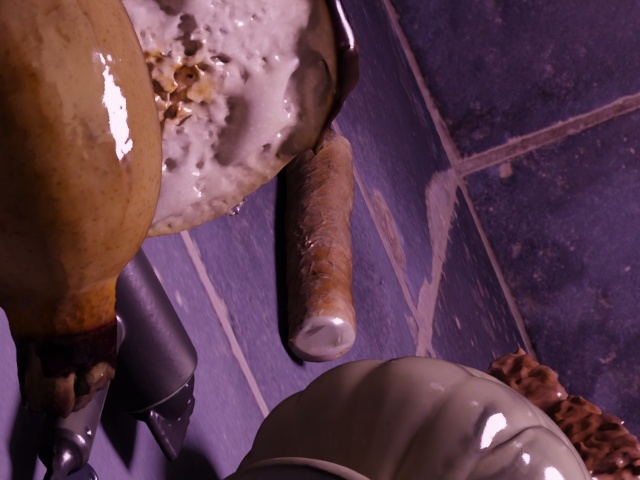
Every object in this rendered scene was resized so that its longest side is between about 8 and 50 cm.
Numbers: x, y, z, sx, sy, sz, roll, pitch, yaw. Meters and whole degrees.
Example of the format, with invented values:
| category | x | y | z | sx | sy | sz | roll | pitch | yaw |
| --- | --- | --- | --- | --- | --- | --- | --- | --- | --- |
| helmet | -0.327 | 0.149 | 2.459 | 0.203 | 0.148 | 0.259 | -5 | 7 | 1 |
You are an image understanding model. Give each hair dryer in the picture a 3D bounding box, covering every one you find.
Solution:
| category | x | y | z | sx | sy | sz | roll | pitch | yaw |
| --- | --- | --- | --- | --- | --- | --- | --- | --- | --- |
| hair dryer | -0.145 | 0.109 | 1.278 | 0.248 | 0.078 | 0.195 | -78 | 146 | -56 |

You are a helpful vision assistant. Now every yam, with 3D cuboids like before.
| category | x | y | z | sx | sy | sz | roll | pitch | yaw |
| --- | --- | --- | --- | --- | --- | --- | --- | --- | --- |
| yam | 0.000 | 0.000 | 2.017 | 0.356 | 0.081 | 0.081 | -92 | 158 | -53 |

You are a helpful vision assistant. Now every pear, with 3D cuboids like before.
| category | x | y | z | sx | sy | sz | roll | pitch | yaw |
| --- | --- | --- | --- | --- | --- | --- | --- | --- | --- |
| pear | -0.126 | -0.148 | 1.424 | 0.178 | 0.267 | 0.267 | 51 | -4 | 46 |

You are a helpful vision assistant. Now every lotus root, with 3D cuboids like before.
| category | x | y | z | sx | sy | sz | roll | pitch | yaw |
| --- | --- | --- | --- | --- | --- | --- | --- | --- | --- |
| lotus root | -0.178 | -0.048 | 1.119 | 0.183 | 0.183 | 0.310 | -45 | 117 | -76 |

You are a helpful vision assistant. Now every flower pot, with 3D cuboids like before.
| category | x | y | z | sx | sy | sz | roll | pitch | yaw |
| --- | --- | --- | --- | --- | --- | --- | --- | --- | --- |
| flower pot | 0.039 | 0.243 | 1.394 | 0.244 | 0.307 | 0.307 | -10 | 80 | -61 |

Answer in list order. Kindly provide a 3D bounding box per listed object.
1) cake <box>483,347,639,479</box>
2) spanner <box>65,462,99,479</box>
| category | x | y | z | sx | sy | sz | roll | pitch | yaw |
| --- | --- | --- | --- | --- | --- | --- | --- | --- | --- |
| cake | 0.181 | 0.301 | 1.720 | 0.290 | 0.256 | 0.282 | 61 | -10 | -24 |
| spanner | -0.173 | 0.160 | 1.191 | 0.208 | 0.012 | 0.046 | -10 | 79 | -77 |
